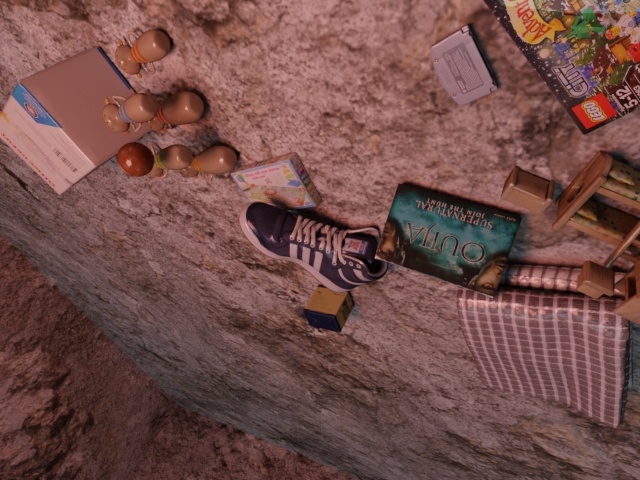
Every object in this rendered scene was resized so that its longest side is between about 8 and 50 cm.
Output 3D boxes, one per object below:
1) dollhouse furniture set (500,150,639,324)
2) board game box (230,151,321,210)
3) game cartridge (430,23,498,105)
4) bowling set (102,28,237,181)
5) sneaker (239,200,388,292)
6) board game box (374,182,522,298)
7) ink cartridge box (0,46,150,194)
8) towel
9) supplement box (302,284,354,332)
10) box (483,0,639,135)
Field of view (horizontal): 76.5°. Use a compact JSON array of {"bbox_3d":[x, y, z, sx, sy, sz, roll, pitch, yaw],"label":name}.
[{"bbox_3d":[0.312,-0.023,0.465,0.182,0.161,0.101,25,142,9],"label":"dollhouse furniture set"},{"bbox_3d":[-0.086,-0.103,0.770,0.154,0.026,0.103,-4,129,38],"label":"board game box"},{"bbox_3d":[0.169,-0.206,0.487,0.056,0.017,0.083,-17,120,41],"label":"game cartridge"},{"bbox_3d":[-0.303,-0.190,0.701,0.154,0.200,0.287,-1,127,37],"label":"bowling set"},{"bbox_3d":[0.000,0.000,0.742,0.282,0.099,0.153,34,148,-26],"label":"sneaker"},{"bbox_3d":[0.190,-0.002,0.621,0.186,0.026,0.126,18,95,18],"label":"board game box"},{"bbox_3d":[-0.483,-0.226,0.802,0.232,0.168,0.171,-10,124,42],"label":"ink cartridge box"},{"bbox_3d":[0.369,0.169,0.667,0.235,0.121,0.284,0,131,37],"label":"towel"},{"bbox_3d":[0.020,0.154,0.927,0.083,0.083,0.056,6,135,31],"label":"supplement box"},{"bbox_3d":[0.261,-0.231,0.371,0.233,0.044,0.159,44,141,-13],"label":"box"}]
